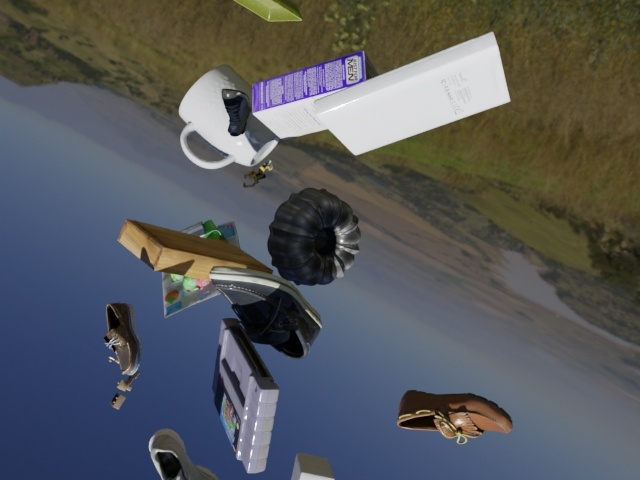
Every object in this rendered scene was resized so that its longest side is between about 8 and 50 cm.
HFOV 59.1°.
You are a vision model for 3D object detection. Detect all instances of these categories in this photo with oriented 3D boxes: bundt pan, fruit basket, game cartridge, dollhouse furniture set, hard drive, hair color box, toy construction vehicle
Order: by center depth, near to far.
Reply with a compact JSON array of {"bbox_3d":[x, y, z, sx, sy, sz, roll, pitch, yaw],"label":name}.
[{"bbox_3d":[0.168,-0.247,1.003,0.307,0.040,0.203,-16,162,20],"label":"hard drive"},{"bbox_3d":[-0.199,0.370,1.397,0.068,0.230,0.355,7,-165,-27],"label":"game cartridge"},{"bbox_3d":[-0.001,-0.399,1.590,0.338,0.110,0.185,-8,162,23],"label":"hair color box"},{"bbox_3d":[-0.198,-0.206,1.789,0.035,0.098,0.086,58,155,5],"label":"toy construction vehicle"},{"bbox_3d":[0.000,0.000,1.812,0.331,0.331,0.124,29,174,-37],"label":"bundt pan"},{"bbox_3d":[-0.447,0.086,2.086,0.353,0.327,0.165,-110,-5,-52],"label":"fruit basket"},{"bbox_3d":[-0.784,0.535,2.142,0.123,0.151,0.144,35,159,-17],"label":"dollhouse furniture set"}]

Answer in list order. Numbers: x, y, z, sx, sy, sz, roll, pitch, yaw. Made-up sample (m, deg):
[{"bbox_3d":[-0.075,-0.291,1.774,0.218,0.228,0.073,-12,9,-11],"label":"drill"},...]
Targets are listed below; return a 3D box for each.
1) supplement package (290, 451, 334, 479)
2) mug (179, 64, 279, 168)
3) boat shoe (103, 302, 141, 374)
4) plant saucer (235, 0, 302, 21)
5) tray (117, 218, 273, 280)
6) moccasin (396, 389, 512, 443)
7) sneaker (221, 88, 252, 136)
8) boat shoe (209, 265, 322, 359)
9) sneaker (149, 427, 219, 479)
[{"bbox_3d":[-0.028,0.738,1.732,0.105,0.105,0.179,13,177,-5],"label":"supplement package"},{"bbox_3d":[-0.358,-0.425,2.145,0.328,0.374,0.276,45,158,3],"label":"mug"},{"bbox_3d":[-0.472,0.230,1.326,0.066,0.066,0.183,22,-144,-50],"label":"boat shoe"},{"bbox_3d":[-0.171,-0.744,1.751,0.188,0.045,0.188,15,-175,-43],"label":"plant saucer"},{"bbox_3d":[-0.346,0.044,1.627,0.203,0.076,0.411,30,-173,38],"label":"tray"},{"bbox_3d":[0.387,0.533,1.684,0.380,0.147,0.139,-5,135,42],"label":"moccasin"},{"bbox_3d":[-0.286,-0.423,1.918,0.086,0.132,0.228,9,177,8],"label":"sneaker"},{"bbox_3d":[-0.142,0.207,1.569,0.186,0.156,0.500,3,154,27],"label":"boat shoe"},{"bbox_3d":[-0.334,0.592,1.389,0.262,0.099,0.121,50,174,-7],"label":"sneaker"}]
